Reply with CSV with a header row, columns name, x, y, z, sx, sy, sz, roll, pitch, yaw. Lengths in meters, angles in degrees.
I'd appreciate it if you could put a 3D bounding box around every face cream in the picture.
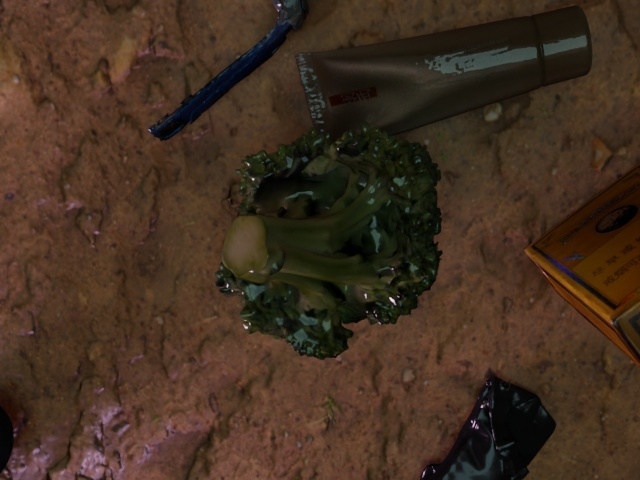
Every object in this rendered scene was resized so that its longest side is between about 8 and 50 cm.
name,x,y,z,sx,sy,sz,roll,pitch,yaw
face cream,0.147,-0.203,0.788,0.340,0.084,0.138,-11,110,12

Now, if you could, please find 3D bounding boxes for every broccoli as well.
name,x,y,z,sx,sy,sz,roll,pitch,yaw
broccoli,0.001,-0.003,0.764,0.259,0.235,0.288,11,99,-25

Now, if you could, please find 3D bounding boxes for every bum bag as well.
name,x,y,z,sx,sy,sz,roll,pitch,yaw
bum bag,0.224,0.316,0.891,0.123,0.060,0.248,31,100,3

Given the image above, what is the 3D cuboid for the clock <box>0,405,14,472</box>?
name,x,y,z,sx,sy,sz,roll,pitch,yaw
clock,-0.535,0.319,0.890,0.199,0.146,0.243,29,106,-8

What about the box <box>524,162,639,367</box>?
name,x,y,z,sx,sy,sz,roll,pitch,yaw
box,0.361,0.013,0.700,0.192,0.301,0.084,-38,98,9

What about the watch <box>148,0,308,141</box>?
name,x,y,z,sx,sy,sz,roll,pitch,yaw
watch,-0.176,-0.312,0.790,0.274,0.068,0.276,-34,98,14
